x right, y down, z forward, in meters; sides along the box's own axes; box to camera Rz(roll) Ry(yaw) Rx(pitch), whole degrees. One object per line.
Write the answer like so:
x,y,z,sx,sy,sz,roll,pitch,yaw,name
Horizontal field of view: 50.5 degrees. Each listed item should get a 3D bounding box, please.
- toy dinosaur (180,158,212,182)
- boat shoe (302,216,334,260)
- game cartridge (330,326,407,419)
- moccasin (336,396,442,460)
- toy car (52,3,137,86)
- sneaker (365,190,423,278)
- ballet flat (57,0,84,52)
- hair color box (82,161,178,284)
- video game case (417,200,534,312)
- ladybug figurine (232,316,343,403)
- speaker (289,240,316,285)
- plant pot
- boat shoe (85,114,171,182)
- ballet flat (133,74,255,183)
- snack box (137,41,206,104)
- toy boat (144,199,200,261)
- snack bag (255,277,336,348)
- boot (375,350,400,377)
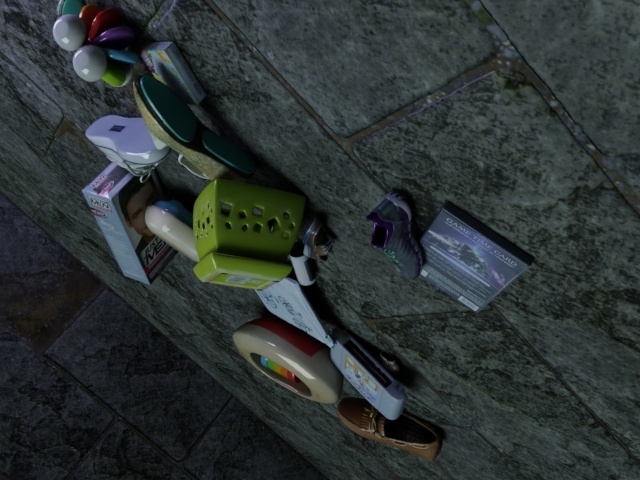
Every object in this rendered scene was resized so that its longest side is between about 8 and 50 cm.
-0.279,-0.170,1.731,0.118,0.064,0.268,19,153,22,toy dinosaur
0.000,0.000,1.653,0.066,0.066,0.183,28,163,9,boat shoe
0.140,0.412,2.078,0.297,0.062,0.198,43,152,24,game cartridge
0.227,0.625,2.304,0.380,0.139,0.147,22,150,29,moccasin
-0.463,-0.423,1.457,0.182,0.136,0.159,56,-163,6,toy car
0.143,0.008,1.397,0.083,0.098,0.223,31,149,46,sneaker
-0.570,-0.503,1.549,0.070,0.070,0.188,33,151,10,ballet flat
-0.557,-0.061,2.060,0.114,0.185,0.374,16,142,23,hair color box
0.290,0.043,1.384,0.196,0.026,0.274,35,154,7,video game case
-0.103,0.389,2.310,0.449,0.162,0.305,25,152,24,ladybug figurine
-0.048,0.062,1.818,0.055,0.055,0.136,24,151,27,speaker
-0.182,-0.001,1.613,0.227,0.207,0.228,10,165,-21,plant pot
-0.488,-0.229,1.813,0.367,0.136,0.156,16,147,43,boat shoe
-0.301,-0.224,1.519,0.348,0.123,0.123,37,159,-35,ballet flat
-0.323,-0.364,1.482,0.100,0.037,0.141,12,145,40,snack box
-0.347,-0.023,1.981,0.318,0.148,0.267,20,163,41,toy boat
-0.116,0.162,2.054,0.342,0.037,0.323,24,151,44,snack bag
0.192,0.364,2.037,0.118,0.042,0.087,21,142,39,boot
